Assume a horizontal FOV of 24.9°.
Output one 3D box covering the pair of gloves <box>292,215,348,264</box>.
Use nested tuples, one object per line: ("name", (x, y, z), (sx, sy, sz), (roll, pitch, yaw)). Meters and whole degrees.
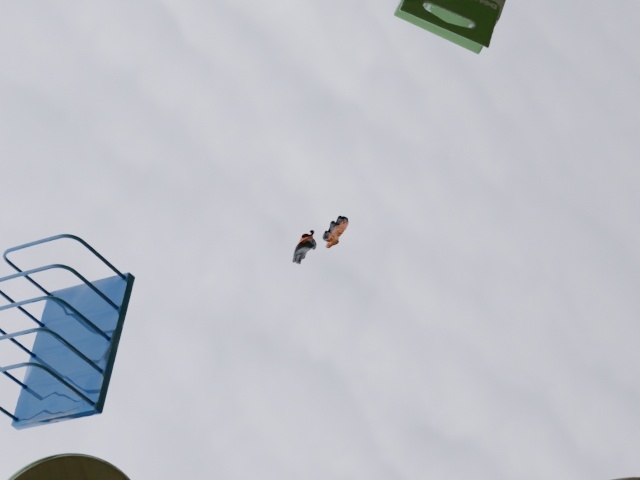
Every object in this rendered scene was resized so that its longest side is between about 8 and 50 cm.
("pair of gloves", (0.000, 0.000, 1.862), (0.083, 0.074, 0.010), (-27, -111, -24))

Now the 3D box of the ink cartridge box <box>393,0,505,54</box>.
("ink cartridge box", (0.152, -0.280, 1.637), (0.109, 0.062, 0.209), (24, -133, -3))

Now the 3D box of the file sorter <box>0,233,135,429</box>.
("file sorter", (-0.286, 0.093, 1.518), (0.104, 0.118, 0.170), (47, -140, -41))

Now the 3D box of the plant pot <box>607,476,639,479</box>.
("plant pot", (0.321, 0.415, 1.410), (0.334, 0.334, 0.305), (-21, -51, -55))

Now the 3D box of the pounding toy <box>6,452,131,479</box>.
("pounding toy", (-0.294, 0.332, 1.530), (0.183, 0.110, 0.237), (25, -98, -27))
